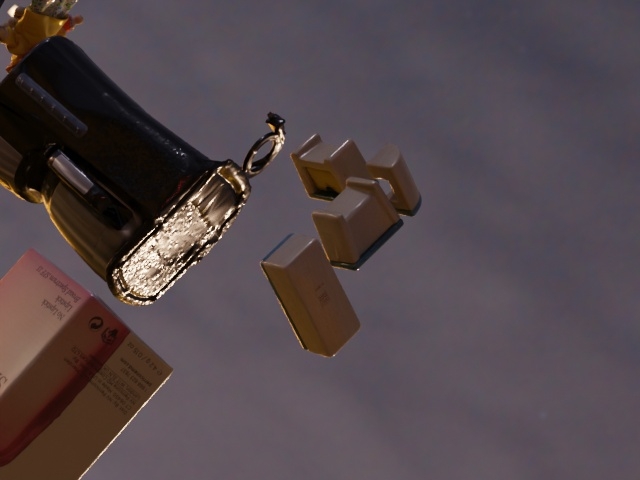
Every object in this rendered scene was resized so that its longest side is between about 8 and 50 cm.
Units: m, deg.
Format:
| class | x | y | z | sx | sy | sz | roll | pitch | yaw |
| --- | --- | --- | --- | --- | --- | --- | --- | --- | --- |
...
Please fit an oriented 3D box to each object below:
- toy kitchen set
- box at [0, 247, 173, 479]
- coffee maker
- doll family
| class | x | y | z | sx | sy | sz | roll | pitch | yaw |
| --- | --- | --- | --- | --- | --- | --- | --- | --- | --- |
| toy kitchen set | 0.000 | 0.000 | 2.050 | 0.166 | 0.207 | 0.122 | 12 | -43 | 48 |
| box | -0.278 | 0.146 | 1.801 | 0.127 | 0.232 | 0.148 | 47 | -11 | -36 |
| coffee maker | -0.147 | -0.065 | 1.446 | 0.178 | 0.171 | 0.120 | 41 | -28 | 23 |
| doll family | -0.391 | -0.267 | 2.349 | 0.118 | 0.263 | 0.163 | 53 | -55 | 45 |
